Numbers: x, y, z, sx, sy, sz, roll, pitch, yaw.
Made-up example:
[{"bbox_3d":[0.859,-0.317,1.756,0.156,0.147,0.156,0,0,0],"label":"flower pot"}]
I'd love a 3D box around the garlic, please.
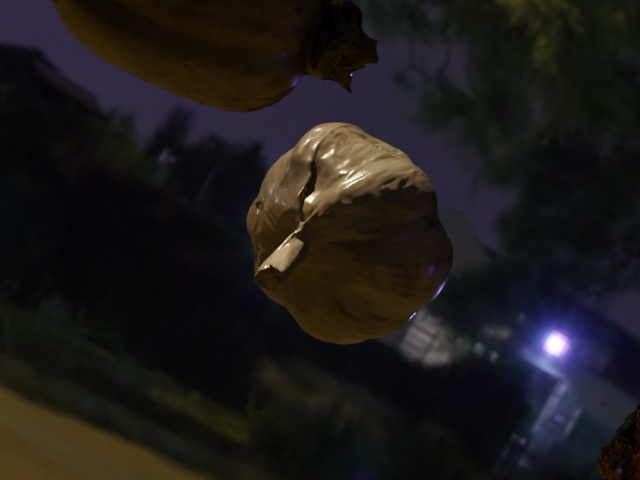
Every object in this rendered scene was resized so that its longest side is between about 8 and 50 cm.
[{"bbox_3d":[0.000,0.000,1.434,0.218,0.219,0.212,27,24,28],"label":"garlic"}]

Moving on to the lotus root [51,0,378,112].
[{"bbox_3d":[-0.086,-0.182,1.133,0.257,0.154,0.140,17,11,-16],"label":"lotus root"}]

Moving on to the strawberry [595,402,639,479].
[{"bbox_3d":[0.286,0.189,1.170,0.140,0.192,0.085,26,5,5],"label":"strawberry"}]
